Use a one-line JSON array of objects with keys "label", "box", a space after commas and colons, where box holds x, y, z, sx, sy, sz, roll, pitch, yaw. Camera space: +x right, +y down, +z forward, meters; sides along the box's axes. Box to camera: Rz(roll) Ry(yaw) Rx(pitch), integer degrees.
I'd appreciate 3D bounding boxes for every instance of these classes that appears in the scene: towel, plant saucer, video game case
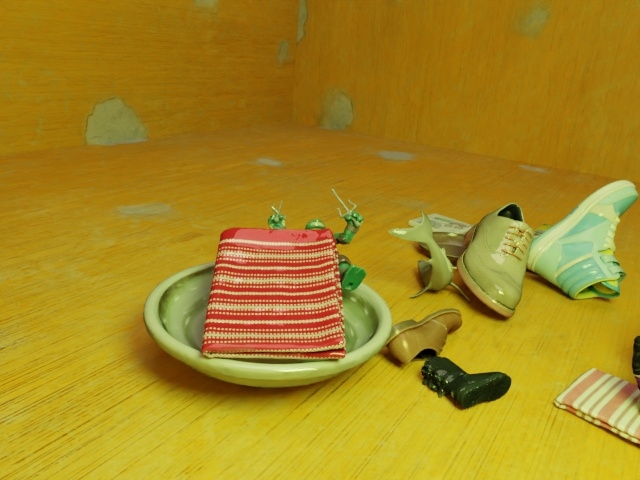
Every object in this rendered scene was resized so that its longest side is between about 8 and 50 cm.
[{"label": "towel", "box": [0.479, 0.266, 0.847, 0.144, 0.029, 0.197, -12, 23, -41]}, {"label": "towel", "box": [-0.066, 0.067, 0.840, 0.199, 0.031, 0.274, 1, 37, -4]}, {"label": "plant saucer", "box": [0.352, 0.024, 1.470, 0.199, 0.036, 0.198, 5, 20, -2]}, {"label": "plant saucer", "box": [-0.085, 0.145, 0.925, 0.401, 0.100, 0.400, 5, 20, -2]}, {"label": "video game case", "box": [0.373, -0.045, 1.693, 0.157, 0.019, 0.143, 23, 26, 40]}]

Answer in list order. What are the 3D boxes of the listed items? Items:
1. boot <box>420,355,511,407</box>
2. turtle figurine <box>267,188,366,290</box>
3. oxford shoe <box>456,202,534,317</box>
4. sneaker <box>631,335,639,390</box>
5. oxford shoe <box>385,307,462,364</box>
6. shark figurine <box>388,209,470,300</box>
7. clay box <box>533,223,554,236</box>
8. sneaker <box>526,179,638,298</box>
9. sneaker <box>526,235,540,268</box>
[{"label": "boot", "box": [0.229, 0.219, 0.887, 0.121, 0.045, 0.099, -8, 21, -30]}, {"label": "turtle figurine", "box": [0.000, 0.000, 1.037, 0.175, 0.118, 0.234, -13, 38, -4]}, {"label": "oxford shoe", "box": [0.404, 0.023, 1.249, 0.141, 0.146, 0.397, 32, 29, -6]}, {"label": "sneaker", "box": [0.593, 0.148, 0.783, 0.294, 0.146, 0.102, -17, -5, 11]}, {"label": "oxford shoe", "box": [0.195, 0.176, 0.989, 0.212, 0.076, 0.076, -11, 55, -43]}, {"label": "shark figurine", "box": [0.226, 0.069, 1.179, 0.116, 0.278, 0.166, -35, 61, -2]}, {"label": "clay box", "box": [0.673, 0.004, 1.584, 0.128, 0.053, 0.222, 19, 25, 33]}, {"label": "sneaker", "box": [0.659, 0.015, 1.287, 0.208, 0.319, 0.127, 51, 1, 36]}, {"label": "sneaker", "box": [0.612, 0.050, 1.420, 0.258, 0.094, 0.091, 15, -2, 23]}]
